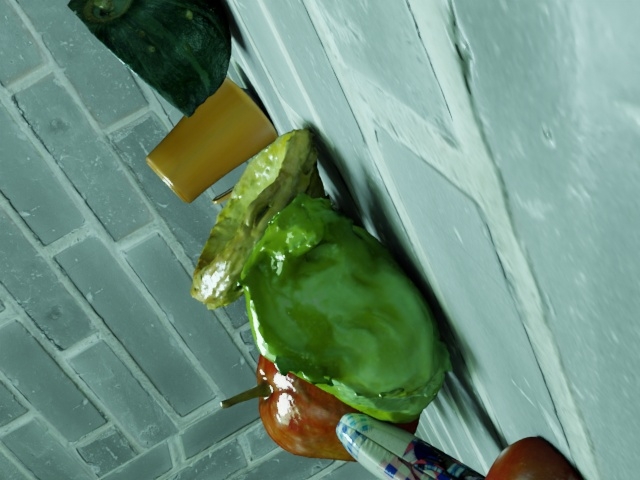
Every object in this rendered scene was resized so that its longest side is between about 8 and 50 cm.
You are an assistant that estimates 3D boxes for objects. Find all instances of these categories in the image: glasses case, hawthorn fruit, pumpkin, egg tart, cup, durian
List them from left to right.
[{"bbox_3d":[-0.256,-0.362,1.259,0.293,0.197,0.263,48,-178,39],"label":"pumpkin"},{"bbox_3d":[-0.212,-0.195,1.571,0.226,0.264,0.182,49,174,-28],"label":"cup"},{"bbox_3d":[-0.074,-0.018,1.072,0.123,0.294,0.294,33,-176,-15],"label":"egg tart"},{"bbox_3d":[0.003,0.233,1.209,0.287,0.331,0.287,173,90,-77],"label":"hawthorn fruit"},{"bbox_3d":[0.040,0.115,0.948,0.256,0.204,0.339,45,172,23],"label":"durian"},{"bbox_3d":[0.164,0.322,0.980,0.328,0.076,0.125,27,168,25],"label":"glasses case"}]

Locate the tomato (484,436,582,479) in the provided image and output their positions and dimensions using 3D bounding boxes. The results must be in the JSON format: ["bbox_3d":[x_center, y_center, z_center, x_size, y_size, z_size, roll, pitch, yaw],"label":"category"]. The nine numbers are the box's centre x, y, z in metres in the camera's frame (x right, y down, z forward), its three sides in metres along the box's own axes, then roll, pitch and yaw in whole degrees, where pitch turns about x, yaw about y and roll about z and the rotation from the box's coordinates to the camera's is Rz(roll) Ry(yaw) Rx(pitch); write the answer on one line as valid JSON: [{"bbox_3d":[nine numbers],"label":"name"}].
[{"bbox_3d":[0.207,0.315,0.696,0.233,0.140,0.200,59,170,26],"label":"tomato"}]

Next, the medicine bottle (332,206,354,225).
[{"bbox_3d":[0.000,0.000,1.208,0.114,0.114,0.252,62,176,-24],"label":"medicine bottle"}]
